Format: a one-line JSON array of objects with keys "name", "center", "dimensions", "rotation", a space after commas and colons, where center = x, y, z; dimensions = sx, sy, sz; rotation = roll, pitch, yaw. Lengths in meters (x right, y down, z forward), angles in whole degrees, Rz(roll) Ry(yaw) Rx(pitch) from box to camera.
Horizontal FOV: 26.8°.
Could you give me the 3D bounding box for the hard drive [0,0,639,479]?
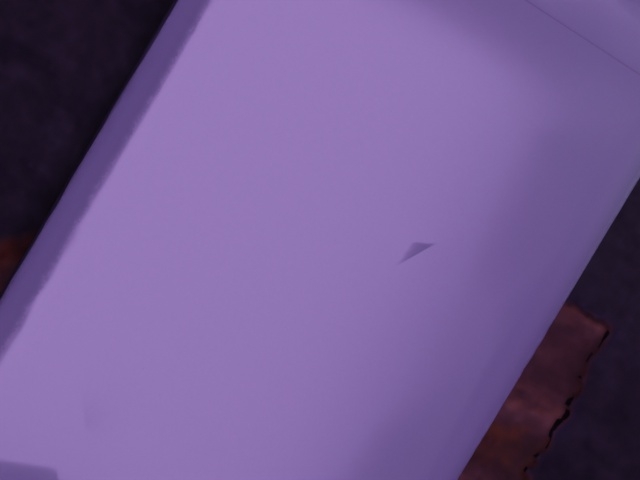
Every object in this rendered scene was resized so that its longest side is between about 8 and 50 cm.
[{"name": "hard drive", "center": [0.000, 0.000, 0.555], "dimensions": [0.203, 0.040, 0.307], "rotation": [30, 91, -12]}]
